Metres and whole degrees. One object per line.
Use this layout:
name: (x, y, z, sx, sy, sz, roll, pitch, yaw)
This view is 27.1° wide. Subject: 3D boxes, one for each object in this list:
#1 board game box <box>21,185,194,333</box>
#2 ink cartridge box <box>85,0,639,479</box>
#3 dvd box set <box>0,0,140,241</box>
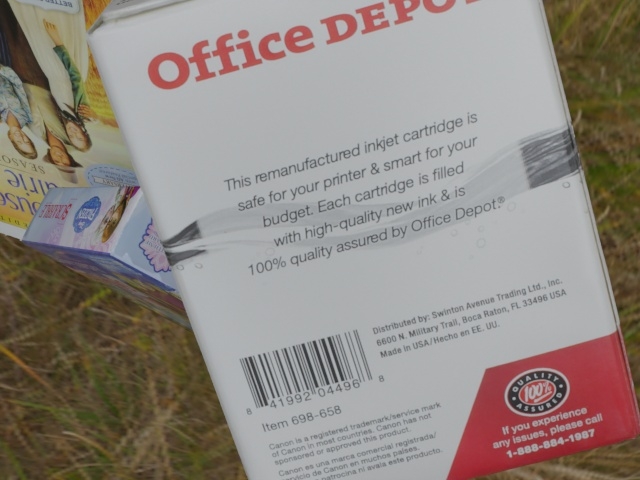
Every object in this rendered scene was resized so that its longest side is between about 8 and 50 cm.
board game box: (-0.084, 0.053, 1.190, 0.318, 0.319, 0.066, 30, 80, -22)
ink cartridge box: (0.027, -0.019, 0.659, 0.197, 0.114, 0.273, -15, 112, 6)
dvd box set: (-0.276, -0.145, 1.321, 0.308, 0.420, 0.062, 16, 50, 25)
